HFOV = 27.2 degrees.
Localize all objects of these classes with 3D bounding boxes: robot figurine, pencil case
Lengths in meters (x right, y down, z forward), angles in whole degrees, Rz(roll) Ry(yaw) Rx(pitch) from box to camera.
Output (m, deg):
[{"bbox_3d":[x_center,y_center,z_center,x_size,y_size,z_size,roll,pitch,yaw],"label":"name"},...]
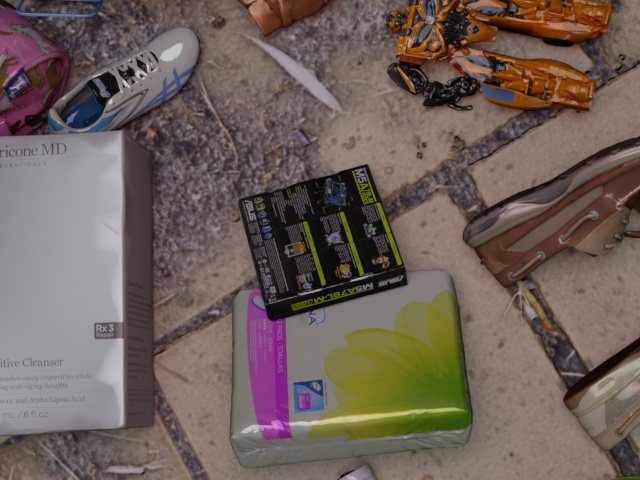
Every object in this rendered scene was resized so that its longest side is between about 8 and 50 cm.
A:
[{"bbox_3d":[0.228,-0.270,1.751,0.291,0.085,0.211,12,89,7],"label":"robot figurine"},{"bbox_3d":[-0.526,-0.295,1.791,0.386,0.167,0.160,38,109,9],"label":"pencil case"}]

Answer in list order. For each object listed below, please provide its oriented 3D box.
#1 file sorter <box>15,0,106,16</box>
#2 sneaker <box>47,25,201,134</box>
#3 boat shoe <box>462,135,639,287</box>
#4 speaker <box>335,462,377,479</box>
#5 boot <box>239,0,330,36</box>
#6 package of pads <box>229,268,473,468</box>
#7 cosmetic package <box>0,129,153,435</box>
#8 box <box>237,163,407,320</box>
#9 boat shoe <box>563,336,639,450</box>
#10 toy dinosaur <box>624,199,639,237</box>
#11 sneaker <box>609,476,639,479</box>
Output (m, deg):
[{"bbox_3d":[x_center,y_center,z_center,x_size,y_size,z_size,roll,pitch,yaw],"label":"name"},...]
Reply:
[{"bbox_3d":[-0.350,-0.393,1.768,0.118,0.104,0.170,1,116,-3],"label":"file sorter"},{"bbox_3d":[-0.263,-0.210,1.793,0.237,0.086,0.085,-36,80,-1],"label":"sneaker"},{"bbox_3d":[0.341,-0.039,1.678,0.324,0.123,0.116,-27,91,28],"label":"boat shoe"},{"bbox_3d":[0.069,0.358,1.709,0.055,0.055,0.136,-29,81,1],"label":"speaker"},{"bbox_3d":[-0.064,-0.389,1.804,0.152,0.073,0.197,-33,79,5],"label":"boot"},{"bbox_3d":[0.035,0.156,1.671,0.296,0.101,0.229,-6,51,4],"label":"package of pads"},{"bbox_3d":[-0.336,0.057,1.732,0.217,0.156,0.385,-4,84,7],"label":"cosmetic package"},{"bbox_3d":[0.000,0.000,1.710,0.184,0.045,0.191,-14,49,-5],"label":"box"},{"bbox_3d":[0.456,0.151,1.674,0.302,0.109,0.098,-37,87,6],"label":"boat shoe"},{"bbox_3d":[0.439,-0.058,1.719,0.211,0.064,0.112,10,83,6],"label":"toy dinosaur"},{"bbox_3d":[0.293,0.366,1.651,0.295,0.123,0.109,-22,82,3],"label":"sneaker"}]
